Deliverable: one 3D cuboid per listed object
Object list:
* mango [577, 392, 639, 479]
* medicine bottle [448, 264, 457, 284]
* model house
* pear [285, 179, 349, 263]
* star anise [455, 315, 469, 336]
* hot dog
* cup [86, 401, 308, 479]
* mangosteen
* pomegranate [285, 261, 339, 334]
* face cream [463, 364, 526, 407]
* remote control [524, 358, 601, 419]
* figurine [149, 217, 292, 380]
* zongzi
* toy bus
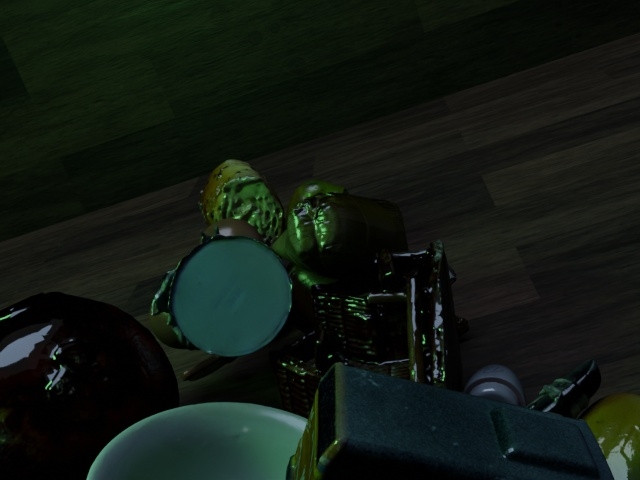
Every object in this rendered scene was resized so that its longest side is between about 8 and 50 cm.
[{"bbox_3d":[0.361,0.265,0.998,0.130,0.092,0.194,-10,31,24],"label":"mango"},{"bbox_3d":[0.142,0.123,1.472,0.171,0.052,0.201,-29,-17,-18],"label":"medicine bottle"},{"bbox_3d":[0.057,0.184,1.218,0.282,0.317,0.297,-7,8,14],"label":"model house"},{"bbox_3d":[0.000,0.000,1.804,0.159,0.292,0.292,-6,23,11],"label":"pear"},{"bbox_3d":[0.171,0.172,1.441,0.191,0.070,0.097,-29,26,-28],"label":"star anise"},{"bbox_3d":[-0.176,0.000,1.815,0.196,0.367,0.365,2,17,-4],"label":"hot dog"},{"bbox_3d":[-0.111,0.361,0.999,0.347,0.163,0.347,7,23,-3],"label":"cup"},{"bbox_3d":[-0.449,0.266,1.356,0.421,0.381,0.381,-2,27,40],"label":"mangosteen"},{"bbox_3d":[0.030,0.085,1.579,0.246,0.198,0.198,-47,1,37],"label":"pomegranate"},{"bbox_3d":[0.251,0.228,1.189,0.091,0.091,0.095,-13,13,20],"label":"face cream"},{"bbox_3d":[0.261,0.254,1.049,0.266,0.066,0.090,-39,1,-2],"label":"remote control"},{"bbox_3d":[-0.169,0.099,1.423,0.276,0.248,0.388,-51,-5,-6],"label":"figurine"},{"bbox_3d":[-0.034,-0.001,1.391,0.300,0.145,0.274,-6,-7,31],"label":"zongzi"},{"bbox_3d":[0.135,0.266,0.874,0.323,0.194,0.162,14,24,-6],"label":"toy bus"}]
